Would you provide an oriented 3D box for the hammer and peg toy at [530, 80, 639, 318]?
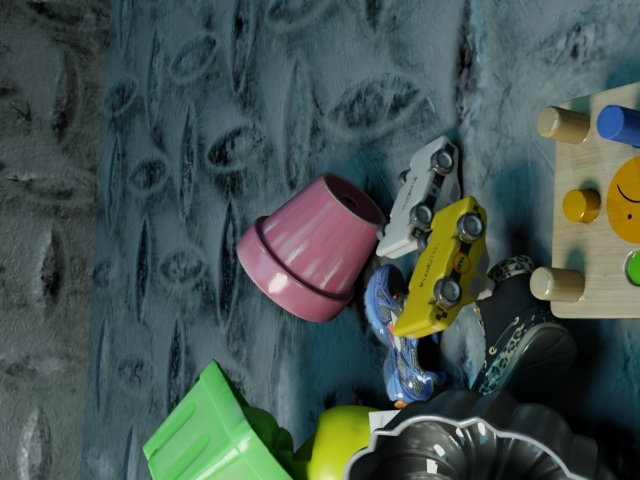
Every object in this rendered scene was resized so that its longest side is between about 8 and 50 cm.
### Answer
[{"bbox_3d":[0.372,-0.054,0.962,0.361,0.127,0.265,-10,75,58],"label":"hammer and peg toy"}]

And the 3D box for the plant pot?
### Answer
[{"bbox_3d":[0.000,0.000,1.522,0.180,0.201,0.201,-49,43,20],"label":"plant pot"}]

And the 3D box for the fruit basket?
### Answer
[{"bbox_3d":[-0.017,0.337,1.403,0.283,0.392,0.392,-136,58,-63],"label":"fruit basket"}]

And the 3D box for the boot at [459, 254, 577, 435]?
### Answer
[{"bbox_3d":[0.222,0.150,1.191,0.178,0.085,0.236,-95,26,-55],"label":"boot"}]

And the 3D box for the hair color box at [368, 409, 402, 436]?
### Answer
[{"bbox_3d":[0.149,0.263,1.242,0.053,0.167,0.093,73,-167,-74],"label":"hair color box"}]

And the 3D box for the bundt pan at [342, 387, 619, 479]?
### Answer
[{"bbox_3d":[0.192,0.304,1.087,0.331,0.124,0.330,11,118,22],"label":"bundt pan"}]

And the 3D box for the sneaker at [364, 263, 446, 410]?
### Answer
[{"bbox_3d":[0.131,0.132,1.391,0.087,0.083,0.221,-33,62,37],"label":"sneaker"}]

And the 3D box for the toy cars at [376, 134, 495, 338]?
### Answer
[{"bbox_3d":[0.160,-0.001,1.279,0.176,0.087,0.393,-51,19,20],"label":"toy cars"}]
